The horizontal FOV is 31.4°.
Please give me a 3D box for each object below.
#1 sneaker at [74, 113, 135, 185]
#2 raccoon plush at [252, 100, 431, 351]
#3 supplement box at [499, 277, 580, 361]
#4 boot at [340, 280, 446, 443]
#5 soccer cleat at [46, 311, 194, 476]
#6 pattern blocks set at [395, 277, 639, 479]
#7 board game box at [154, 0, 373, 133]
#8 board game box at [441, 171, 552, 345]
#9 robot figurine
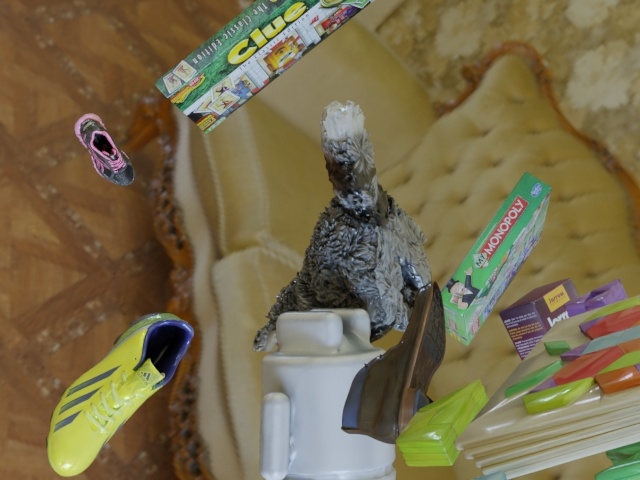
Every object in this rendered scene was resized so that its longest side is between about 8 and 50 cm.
[{"bbox_3d":[-0.283,-0.114,1.528,0.057,0.047,0.119,35,-17,50],"label":"sneaker"},{"bbox_3d":[0.000,0.000,1.906,0.216,0.299,0.446,-22,102,-58],"label":"raccoon plush"},{"bbox_3d":[0.373,0.167,1.771,0.104,0.081,0.188,-27,91,-38],"label":"supplement box"},{"bbox_3d":[0.091,0.148,1.412,0.082,0.106,0.219,54,41,-48],"label":"boot"},{"bbox_3d":[-0.288,0.215,1.647,0.093,0.121,0.289,54,53,-28],"label":"soccer cleat"},{"bbox_3d":[0.168,0.065,0.628,0.026,0.285,0.325,63,21,-5],"label":"pattern blocks set"},{"bbox_3d":[-0.052,-0.224,1.248,0.030,0.260,0.136,53,4,19],"label":"board game box"},{"bbox_3d":[0.253,0.037,1.660,0.046,0.213,0.317,35,-6,14],"label":"board game box"},{"bbox_3d":[0.012,0.281,1.738,0.300,0.200,0.353,-1,88,-49],"label":"robot figurine"}]
